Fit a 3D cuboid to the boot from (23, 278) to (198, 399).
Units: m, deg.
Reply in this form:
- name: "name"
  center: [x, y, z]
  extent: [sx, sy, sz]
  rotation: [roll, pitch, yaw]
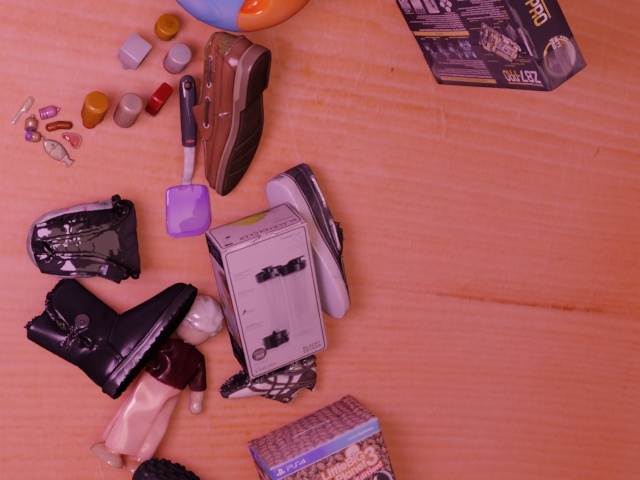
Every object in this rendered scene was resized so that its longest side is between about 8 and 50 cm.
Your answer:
- name: "boot"
  center: [-0.361, 0.122, 1.704]
  extent: [0.207, 0.094, 0.246]
  rotation: [37, 74, 8]

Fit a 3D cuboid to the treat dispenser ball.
- name: "treat dispenser ball"
  center: [-0.128, -0.486, 1.613]
  extent: [0.288, 0.288, 0.288]
  rotation: [-4, 101, -21]

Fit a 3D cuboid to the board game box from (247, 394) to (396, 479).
- name: "board game box"
  center: [0.023, 0.494, 1.937]
  extent: [0.232, 0.141, 0.291]
  rotation: [-23, 108, -17]

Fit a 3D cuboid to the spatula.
- name: "spatula"
  center: [-0.235, -0.148, 1.759]
  extent: [0.084, 0.030, 0.297]
  rotation: [-6, 115, -21]

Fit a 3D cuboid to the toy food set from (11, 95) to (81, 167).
- name: "toy food set"
  center: [-0.458, -0.187, 1.682]
  extent: [0.122, 0.019, 0.078]
  rotation: [35, 86, -24]

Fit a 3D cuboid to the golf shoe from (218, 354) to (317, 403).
- name: "golf shoe"
  center: [-0.093, 0.281, 1.886]
  extent: [0.198, 0.077, 0.094]
  rotation: [-17, 106, -17]

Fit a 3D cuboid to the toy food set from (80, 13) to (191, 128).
- name: "toy food set"
  center: [-0.310, -0.274, 1.703]
  extent: [0.111, 0.104, 0.232]
  rotation: [36, 67, -10]

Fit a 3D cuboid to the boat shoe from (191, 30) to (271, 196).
- name: "boat shoe"
  center: [-0.163, -0.221, 1.713]
  extent: [0.104, 0.111, 0.307]
  rotation: [28, 128, 14]

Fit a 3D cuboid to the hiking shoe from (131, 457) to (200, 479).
- name: "hiking shoe"
  center: [-0.247, 0.506, 1.816]
  extent: [0.132, 0.113, 0.304]
  rotation: [-49, 131, 0]

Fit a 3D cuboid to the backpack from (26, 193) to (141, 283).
- name: "backpack"
  center: [-0.407, 0.006, 1.688]
  extent: [0.182, 0.115, 0.152]
  rotation: [-7, 91, -20]

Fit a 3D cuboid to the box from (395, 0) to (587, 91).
- name: "box"
  center: [0.258, -0.419, 1.723]
  extent: [0.097, 0.395, 0.318]
  rotation: [-34, 110, -12]

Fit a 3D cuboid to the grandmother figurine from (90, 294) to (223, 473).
- name: "grandmother figurine"
  center: [-0.288, 0.251, 1.797]
  extent: [0.342, 0.104, 0.208]
  rotation: [-60, 141, -5]

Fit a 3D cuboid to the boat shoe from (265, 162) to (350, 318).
- name: "boat shoe"
  center: [0.000, 0.000, 1.860]
  extent: [0.102, 0.108, 0.301]
  rotation: [-34, 106, -33]

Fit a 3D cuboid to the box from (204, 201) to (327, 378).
- name: "box"
  center: [-0.094, 0.093, 1.800]
  extent: [0.169, 0.087, 0.290]
  rotation: [-21, 125, -16]
